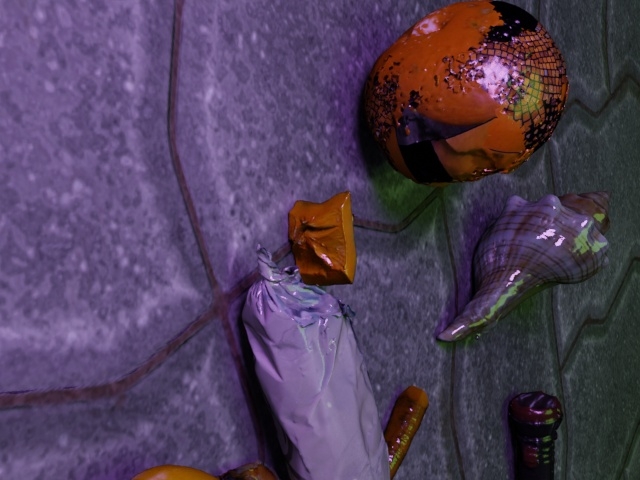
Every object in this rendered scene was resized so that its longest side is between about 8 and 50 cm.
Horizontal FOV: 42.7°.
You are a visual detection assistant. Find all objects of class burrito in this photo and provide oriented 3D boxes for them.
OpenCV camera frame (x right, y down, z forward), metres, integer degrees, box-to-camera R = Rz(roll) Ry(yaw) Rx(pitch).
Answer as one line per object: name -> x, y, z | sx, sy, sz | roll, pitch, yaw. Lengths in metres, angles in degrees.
burrito -> 0.008, 0.193, 0.840 | 0.139, 0.101, 0.445 | -49, 130, -56

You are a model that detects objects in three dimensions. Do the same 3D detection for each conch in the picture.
conch -> 0.309, 0.026, 1.264 | 0.386, 0.169, 0.203 | -25, 149, -12

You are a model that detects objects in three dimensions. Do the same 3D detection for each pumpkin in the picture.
pumpkin -> 0.001, 0.001, 0.845 | 0.035, 0.073, 0.101 | -24, 109, -58

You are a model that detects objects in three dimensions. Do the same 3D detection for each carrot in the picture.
carrot -> 0.091, 0.258, 1.033 | 0.170, 0.042, 0.042 | -56, 136, -35

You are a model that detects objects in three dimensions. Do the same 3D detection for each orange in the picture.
orange -> 0.164, -0.171, 0.941 | 0.182, 0.235, 0.234 | 51, 49, -25

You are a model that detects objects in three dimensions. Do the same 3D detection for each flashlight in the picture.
flashlight -> 0.378, 0.386, 1.445 | 0.093, 0.093, 0.231 | -23, 115, -55

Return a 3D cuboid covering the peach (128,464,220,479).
peach -> -0.124, 0.261, 0.639 | 0.179, 0.103, 0.179 | 7, 82, -56

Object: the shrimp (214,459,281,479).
shrimp -> -0.083, 0.293, 0.764 | 0.195, 0.035, 0.147 | -48, 132, -49
